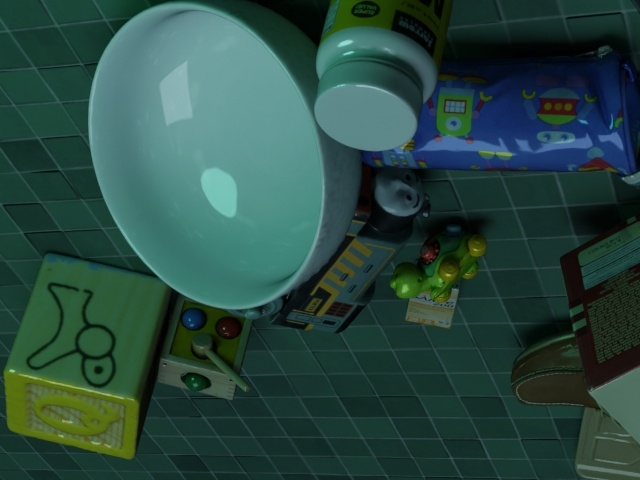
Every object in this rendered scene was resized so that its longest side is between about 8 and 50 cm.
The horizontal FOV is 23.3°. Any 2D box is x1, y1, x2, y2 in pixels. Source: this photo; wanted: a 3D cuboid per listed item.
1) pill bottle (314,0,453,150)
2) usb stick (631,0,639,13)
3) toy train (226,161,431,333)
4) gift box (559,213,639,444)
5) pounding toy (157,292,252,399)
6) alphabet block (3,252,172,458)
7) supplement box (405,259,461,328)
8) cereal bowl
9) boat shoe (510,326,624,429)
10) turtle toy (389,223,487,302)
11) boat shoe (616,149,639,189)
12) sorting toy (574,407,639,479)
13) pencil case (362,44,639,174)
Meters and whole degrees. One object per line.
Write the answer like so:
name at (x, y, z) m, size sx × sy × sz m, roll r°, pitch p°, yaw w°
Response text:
pill bottle at (0.062, -0.196, 1.498) m, size 0.119 × 0.208 × 0.119 m, roll 9°, pitch 146°, yaw 6°
usb stick at (0.280, -0.296, 1.427) m, size 0.077 × 0.045 × 0.278 m, roll -19°, pitch 135°, yaw 29°
toy train at (0.000, 0.000, 1.884) m, size 0.190 × 0.142 × 0.334 m, roll 11°, pitch 146°, yaw -18°
gift box at (0.449, 0.097, 1.767) m, size 0.255 × 0.276 × 0.258 m, roll -27°, pitch 127°, yaw 27°
pounding toy at (-0.151, 0.154, 2.139) m, size 0.130 × 0.141 × 0.100 m, roll 14°, pitch 146°, yaw -1°
alphabet block at (-0.321, 0.162, 2.159) m, size 0.192 × 0.197 × 0.193 m, roll 13°, pitch 146°, yaw 1°
supplement box at (0.146, 0.071, 2.010) m, size 0.062 × 0.036 × 0.098 m, roll 10°, pitch 146°, yaw 4°
cereal bowl at (-0.085, -0.104, 1.669) m, size 0.339 × 0.141 × 0.339 m, roll 17°, pitch 118°, yaw 35°
boat shoe at (0.400, 0.178, 1.989) m, size 0.324 × 0.120 × 0.122 m, roll -12°, pitch 140°, yaw 26°
turtle toy at (0.144, 0.030, 1.892) m, size 0.066 × 0.130 × 0.095 m, roll 45°, pitch 160°, yaw 16°
boat shoe at (0.405, -0.097, 1.663) m, size 0.066 × 0.066 × 0.183 m, roll 27°, pitch 154°, yaw -28°
sorting toy at (0.523, 0.283, 2.193) m, size 0.307 × 0.041 × 0.229 m, roll 7°, pitch 141°, yaw 9°
pencil case at (0.190, -0.136, 1.622) m, size 0.306 × 0.119 × 0.133 m, roll 1°, pitch 101°, yaw 17°
